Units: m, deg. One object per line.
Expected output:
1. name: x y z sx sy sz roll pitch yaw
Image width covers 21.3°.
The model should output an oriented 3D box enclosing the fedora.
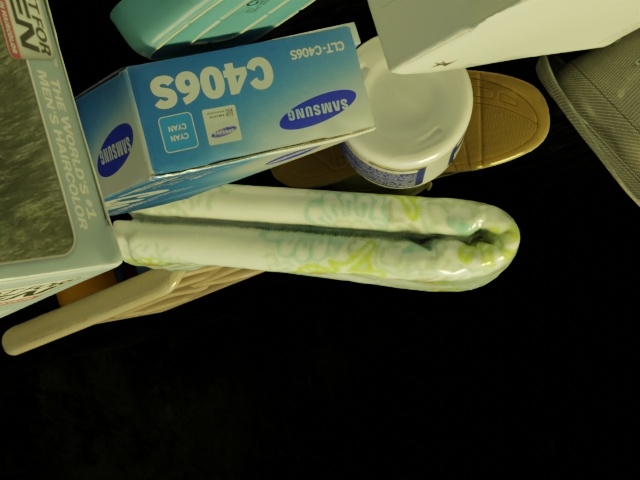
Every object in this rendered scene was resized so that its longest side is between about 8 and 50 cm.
1. fedora: 0.320 -0.111 1.575 0.124 0.244 0.275 -44 -152 13

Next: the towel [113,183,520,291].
1. towel: 0.000 0.000 1.670 0.375 0.090 0.320 4 180 4

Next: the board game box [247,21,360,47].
1. board game box: -0.025 -0.137 1.307 0.090 0.020 0.090 -14 172 -18

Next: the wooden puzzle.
1. wooden puzzle: -0.191 0.038 2.155 0.322 0.080 0.348 -21 177 36

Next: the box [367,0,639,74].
1. box: 0.139 -0.180 0.922 0.182 0.119 0.181 -12 172 -39

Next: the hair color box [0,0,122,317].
1. hair color box: -0.285 -0.016 0.921 0.374 0.185 0.114 -23 171 40

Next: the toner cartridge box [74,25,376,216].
1. toner cartridge box: -0.115 -0.070 1.227 0.165 0.075 0.348 -15 180 -25

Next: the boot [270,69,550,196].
1. boot: 0.099 -0.093 1.634 0.262 0.095 0.203 -12 174 14

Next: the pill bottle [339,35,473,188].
1. pill bottle: 0.068 -0.102 1.432 0.112 0.112 0.186 -17 173 -1

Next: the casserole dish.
1. casserole dish: -0.051 -0.152 1.041 0.114 0.037 0.188 -13 172 -36
